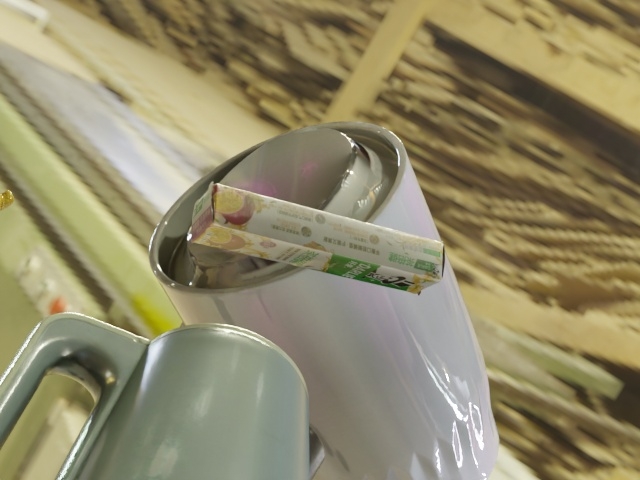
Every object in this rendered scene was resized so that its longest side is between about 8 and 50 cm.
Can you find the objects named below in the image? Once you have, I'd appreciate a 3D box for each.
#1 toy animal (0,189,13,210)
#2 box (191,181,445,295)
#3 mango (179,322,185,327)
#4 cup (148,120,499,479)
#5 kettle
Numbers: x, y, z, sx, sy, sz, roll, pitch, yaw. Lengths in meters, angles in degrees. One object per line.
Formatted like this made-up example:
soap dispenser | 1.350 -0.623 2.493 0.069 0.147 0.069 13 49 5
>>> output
toy animal | -0.359 -0.033 1.283 0.159 0.083 0.070 -15 74 -57
box | 0.000 0.000 1.151 0.207 0.041 0.050 14 -26 -21
mango | -0.084 0.129 1.551 0.159 0.084 0.105 25 -30 -22
cup | 0.016 0.089 1.378 0.253 0.253 0.371 42 -20 57
kettle | -0.102 0.152 0.796 0.210 0.160 0.243 20 35 -8
